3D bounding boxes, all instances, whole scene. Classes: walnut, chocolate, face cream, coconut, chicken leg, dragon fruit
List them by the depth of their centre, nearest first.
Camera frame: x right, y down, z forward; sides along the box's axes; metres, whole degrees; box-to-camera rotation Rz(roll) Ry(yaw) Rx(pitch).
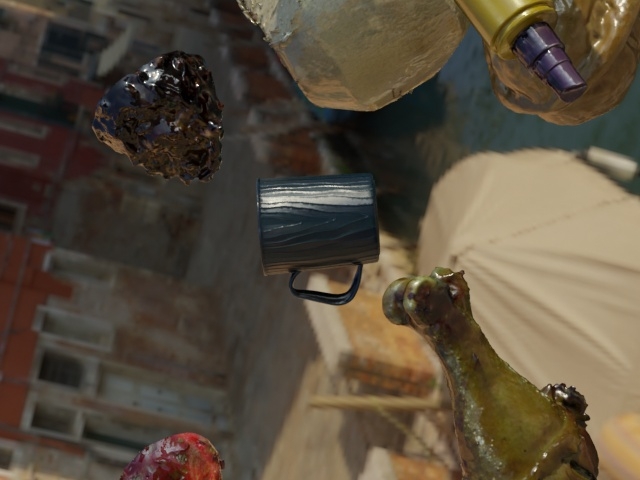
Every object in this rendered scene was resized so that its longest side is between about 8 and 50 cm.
[{"bbox_3d":[0.180,-0.247,1.376,0.273,0.078,0.078,58,145,24],"label":"face cream"},{"bbox_3d":[0.207,0.191,1.449,0.140,0.211,0.361,-12,94,42],"label":"chicken leg"},{"bbox_3d":[-0.172,0.335,1.746,0.111,0.153,0.153,51,133,39],"label":"dragon fruit"},{"bbox_3d":[0.330,-0.278,1.827,0.257,0.224,0.257,-32,40,32],"label":"walnut"},{"bbox_3d":[0.071,-0.392,2.053,0.360,0.346,0.346,-34,20,6],"label":"coconut"},{"bbox_3d":[-0.237,-0.169,2.201,0.177,0.206,0.224,54,143,22],"label":"chocolate"}]

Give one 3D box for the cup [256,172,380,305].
[{"bbox_3d":[0.000,-0.008,1.610,0.113,0.138,0.150,-93,-2,-55],"label":"cup"}]
